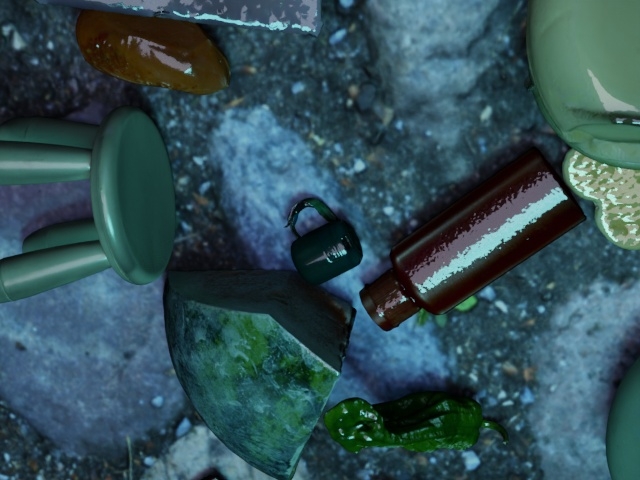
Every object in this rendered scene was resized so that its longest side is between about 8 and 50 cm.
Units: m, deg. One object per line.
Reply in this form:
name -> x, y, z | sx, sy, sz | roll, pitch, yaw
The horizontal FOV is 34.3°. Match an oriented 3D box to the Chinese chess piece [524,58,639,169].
Chinese chess piece -> 0.323, -0.187, 1.047 | 0.238, 0.092, 0.237 | 0, 92, 3

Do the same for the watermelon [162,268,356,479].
watermelon -> -0.067, 0.124, 1.215 | 0.289, 0.214, 0.319 | 40, 154, 26

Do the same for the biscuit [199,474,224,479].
biscuit -> -0.129, 0.426, 1.334 | 0.151, 0.063, 0.235 | -33, 96, 3

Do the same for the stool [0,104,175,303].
stool -> -0.281, -0.043, 1.137 | 0.199, 0.195, 0.195 | -4, 107, 9

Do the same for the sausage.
sausage -> -0.183, -0.210, 1.131 | 0.179, 0.089, 0.089 | 17, 108, 3

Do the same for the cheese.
cheese -> 0.320, -0.188, 0.941 | 0.266, 0.127, 0.233 | 4, 88, 1

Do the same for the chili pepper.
chili pepper -> 0.104, 0.210, 1.182 | 0.100, 0.257, 0.074 | -18, 74, 45

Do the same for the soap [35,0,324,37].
soap -> -0.127, -0.361, 1.030 | 0.296, 0.107, 0.285 | 6, 109, -12

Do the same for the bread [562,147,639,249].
bread -> 0.389, -0.069, 1.130 | 0.251, 0.039, 0.181 | 12, 108, 3

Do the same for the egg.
egg -> 0.404, 0.210, 1.146 | 0.168, 0.168, 0.230 | 16, 110, 2

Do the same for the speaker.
speaker -> 0.001, -0.001, 1.196 | 0.075, 0.060, 0.094 | -26, 67, 14

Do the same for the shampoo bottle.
shampoo bottle -> 0.163, 0.010, 1.167 | 0.260, 0.064, 0.102 | -37, 100, 16
